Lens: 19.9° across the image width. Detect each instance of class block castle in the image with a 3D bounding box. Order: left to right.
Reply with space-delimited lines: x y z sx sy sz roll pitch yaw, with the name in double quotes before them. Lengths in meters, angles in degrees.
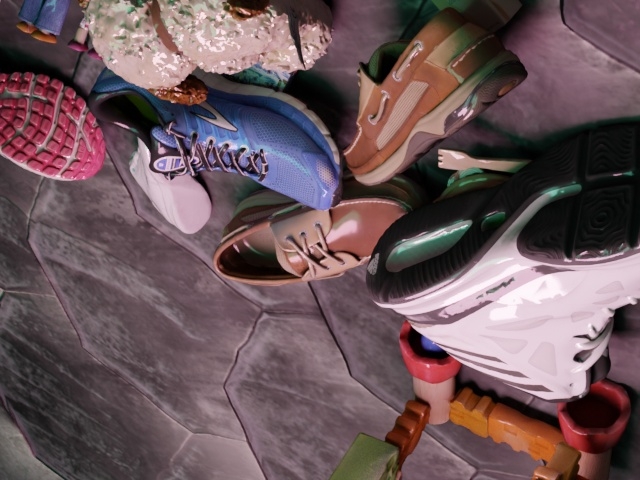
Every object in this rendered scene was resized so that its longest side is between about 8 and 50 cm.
"block castle" 0.138 0.308 2.077 0.303 0.453 0.212 23 145 21

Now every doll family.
"doll family" -0.323 -0.322 2.093 0.263 0.118 0.163 25 101 18

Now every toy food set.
"toy food set" 0.187 -0.033 2.030 0.132 0.038 0.192 7 134 7

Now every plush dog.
"plush dog" -0.141 -0.241 1.935 0.225 0.210 0.262 -21 115 24

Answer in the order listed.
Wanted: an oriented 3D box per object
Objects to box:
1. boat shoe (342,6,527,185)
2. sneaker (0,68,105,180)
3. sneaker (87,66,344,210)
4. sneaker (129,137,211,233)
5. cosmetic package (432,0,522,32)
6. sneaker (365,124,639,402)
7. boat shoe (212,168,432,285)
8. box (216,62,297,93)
"boat shoe" 0.101 -0.157 1.910 0.120 0.122 0.324 52 152 -1
"sneaker" -0.403 -0.167 2.355 0.299 0.120 0.112 28 169 14
"sneaker" -0.123 -0.110 2.088 0.330 0.147 0.129 27 143 17
"sneaker" -0.206 -0.103 2.273 0.094 0.080 0.212 25 142 37
"cosmetic package" 0.143 -0.259 1.853 0.115 0.041 0.060 47 142 -7
"sneaker" 0.295 0.034 1.957 0.448 0.169 0.257 -17 136 37
"boat shoe" 0.000 0.000 2.159 0.324 0.116 0.123 -13 118 46
"box" -0.096 -0.208 2.110 0.137 0.027 0.094 36 142 5
